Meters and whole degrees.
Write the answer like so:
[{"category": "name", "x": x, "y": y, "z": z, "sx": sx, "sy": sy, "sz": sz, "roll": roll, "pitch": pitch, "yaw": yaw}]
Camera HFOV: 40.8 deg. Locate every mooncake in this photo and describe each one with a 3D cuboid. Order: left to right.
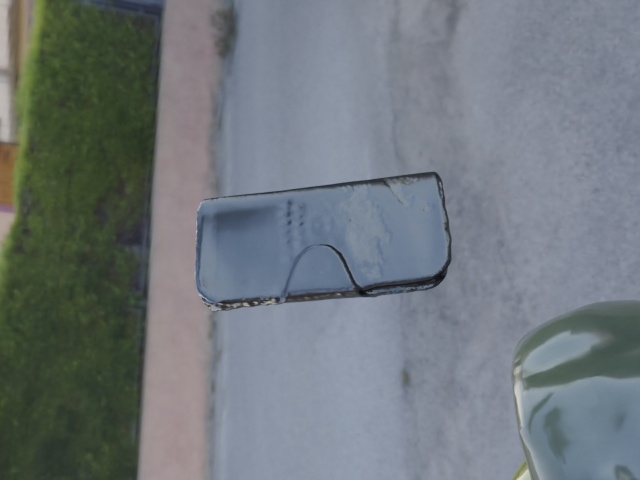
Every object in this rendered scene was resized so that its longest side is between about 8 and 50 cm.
[{"category": "mooncake", "x": 0.213, "y": 0.167, "z": 0.543, "sx": 0.275, "sy": 0.135, "sz": 0.275, "roll": -19, "pitch": -90, "yaw": -79}]

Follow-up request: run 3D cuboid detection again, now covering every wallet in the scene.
[{"category": "wallet", "x": 0.000, "y": 0.000, "z": 0.523, "sx": 0.018, "sy": 0.156, "sz": 0.082, "roll": 75, "pitch": -168, "yaw": -57}]

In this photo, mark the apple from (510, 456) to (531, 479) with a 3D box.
[{"category": "apple", "x": 0.304, "y": 0.303, "z": 0.837, "sx": 0.262, "sy": 0.262, "sz": 0.262, "roll": -173, "pitch": 90, "yaw": -71}]
